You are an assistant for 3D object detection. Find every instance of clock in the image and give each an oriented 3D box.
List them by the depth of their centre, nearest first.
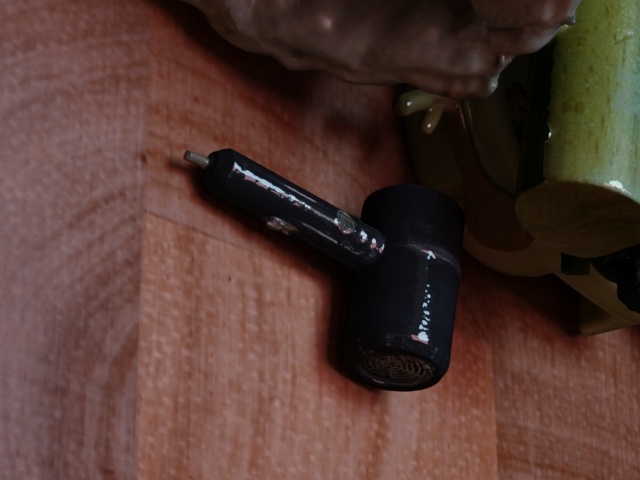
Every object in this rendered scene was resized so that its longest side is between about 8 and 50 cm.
[{"bbox_3d":[0.152,-0.082,1.293,0.308,0.096,0.235,29,55,-39],"label":"clock"}]

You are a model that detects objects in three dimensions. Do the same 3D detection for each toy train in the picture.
[{"bbox_3d":[0.201,-0.099,1.204,0.189,0.126,0.308,23,59,-23],"label":"toy train"}]

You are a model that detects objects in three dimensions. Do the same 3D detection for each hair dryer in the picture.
[{"bbox_3d":[0.000,0.000,1.113,0.219,0.071,0.124,31,53,-30],"label":"hair dryer"}]

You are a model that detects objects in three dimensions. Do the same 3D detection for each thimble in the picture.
[{"bbox_3d":[0.045,-0.240,1.085,0.291,0.291,0.195,41,43,-31],"label":"thimble"}]
